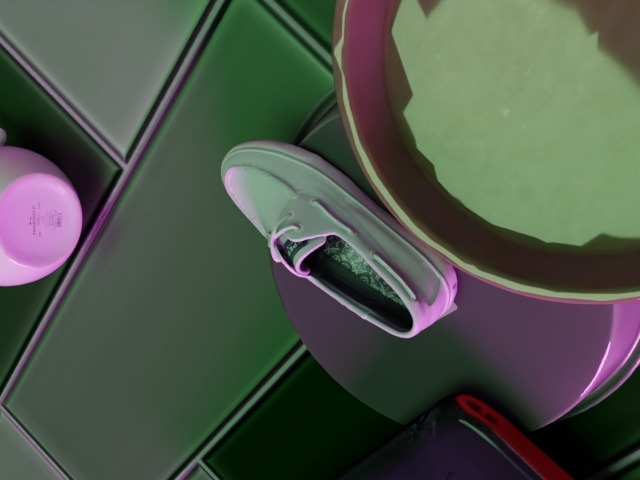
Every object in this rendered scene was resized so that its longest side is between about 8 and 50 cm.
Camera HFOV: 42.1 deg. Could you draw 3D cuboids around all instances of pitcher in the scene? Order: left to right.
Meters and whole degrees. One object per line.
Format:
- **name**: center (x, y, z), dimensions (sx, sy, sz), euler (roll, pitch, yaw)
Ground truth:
- **pitcher**: center (-0.314, -0.052, 0.771), dimensions (0.207, 0.126, 0.177), euler (8, 102, 42)

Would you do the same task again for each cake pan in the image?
- **cake pan**: center (0.082, 0.019, 0.580), dimensions (0.293, 0.054, 0.293), euler (15, 121, 27)

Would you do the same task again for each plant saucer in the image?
- **plant saucer**: center (0.141, -0.104, 0.443), dimensions (0.278, 0.041, 0.277), euler (4, 101, 20)

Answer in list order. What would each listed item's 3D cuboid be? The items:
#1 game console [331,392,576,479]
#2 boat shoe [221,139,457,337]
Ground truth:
- **game console**: center (0.125, 0.318, 0.665), dimensions (0.342, 0.060, 0.386), euler (41, 133, 0)
- **boat shoe**: center (0.000, 0.000, 0.546), dimensions (0.184, 0.063, 0.066), euler (39, 129, 10)
